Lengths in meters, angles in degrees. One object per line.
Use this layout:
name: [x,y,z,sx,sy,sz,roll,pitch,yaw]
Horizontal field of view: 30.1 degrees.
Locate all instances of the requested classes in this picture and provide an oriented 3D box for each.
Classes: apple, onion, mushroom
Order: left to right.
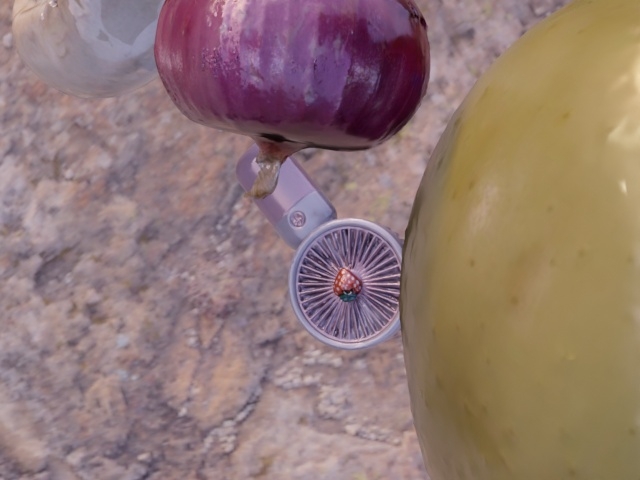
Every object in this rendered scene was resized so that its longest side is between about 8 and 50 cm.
mushroom: [-0.214,-0.277,1.156,0.234,0.254,0.260,44,51,-27]
onion: [-0.018,-0.116,0.758,0.177,0.177,0.153,20,65,-25]
apple: [0.263,0.057,0.764,0.474,0.474,0.473,9,72,-29]

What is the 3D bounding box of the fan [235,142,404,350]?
fan: [0.000,0.000,1.194,0.244,0.130,0.074,50,17,15]
